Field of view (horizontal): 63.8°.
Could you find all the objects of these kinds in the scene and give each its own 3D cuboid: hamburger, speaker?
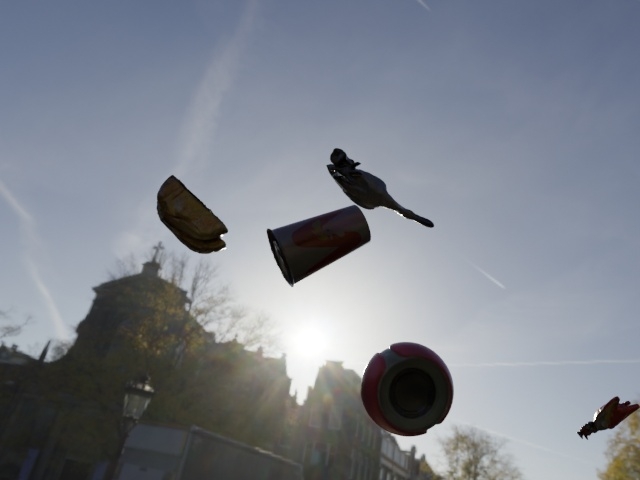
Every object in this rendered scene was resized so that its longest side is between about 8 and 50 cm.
[{"bbox_3d":[-0.396,-0.057,1.535,0.262,0.131,0.124,42,-34,7],"label":"hamburger"},{"bbox_3d":[0.281,0.467,1.642,0.293,0.295,0.294,9,-29,5],"label":"speaker"}]

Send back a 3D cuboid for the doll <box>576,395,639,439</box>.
[{"bbox_3d":[0.791,0.494,1.432,0.109,0.057,0.169,23,-55,-26],"label":"doll"}]

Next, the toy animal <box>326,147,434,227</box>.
[{"bbox_3d":[0.130,-0.126,1.345,0.324,0.091,0.195,32,3,-28],"label":"toy animal"}]

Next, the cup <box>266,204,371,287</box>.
[{"bbox_3d":[0.000,0.000,1.599,0.288,0.203,0.203,-22,-26,-14],"label":"cup"}]
